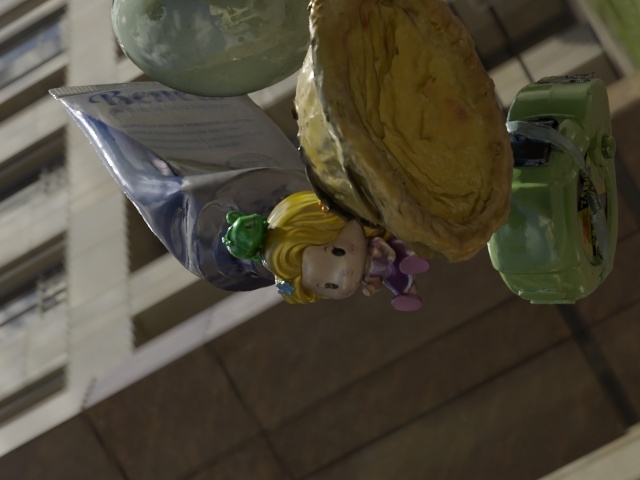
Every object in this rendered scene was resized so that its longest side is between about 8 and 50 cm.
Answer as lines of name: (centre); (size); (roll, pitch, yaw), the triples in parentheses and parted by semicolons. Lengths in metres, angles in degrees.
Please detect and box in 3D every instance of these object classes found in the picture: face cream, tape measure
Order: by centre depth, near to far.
tape measure: (0.200, -0.033, 1.331); (0.175, 0.106, 0.200); (-32, -60, -58)
face cream: (-0.124, -0.082, 1.643); (0.420, 0.235, 0.137); (-131, 41, -51)

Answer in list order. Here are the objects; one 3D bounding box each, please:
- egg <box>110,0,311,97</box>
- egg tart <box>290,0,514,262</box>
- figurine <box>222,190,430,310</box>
egg: (-0.101, -0.240, 1.554); (0.186, 0.253, 0.186); (24, -118, -55)
egg tart: (0.044, -0.075, 0.922); (0.191, 0.074, 0.191); (22, -121, -43)
figurine: (0.000, 0.000, 1.178); (0.115, 0.156, 0.094); (-113, 30, -70)
